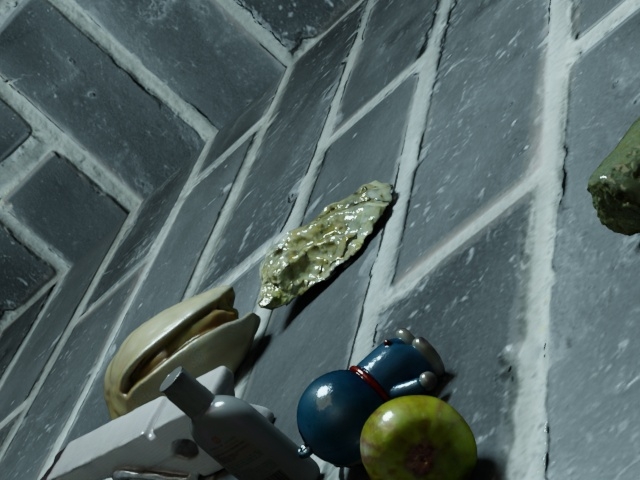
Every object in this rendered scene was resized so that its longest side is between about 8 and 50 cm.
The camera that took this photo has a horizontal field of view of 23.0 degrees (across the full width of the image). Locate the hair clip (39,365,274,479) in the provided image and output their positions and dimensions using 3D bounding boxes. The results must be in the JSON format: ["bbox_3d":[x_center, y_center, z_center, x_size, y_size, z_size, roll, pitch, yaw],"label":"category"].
[{"bbox_3d":[-0.185,0.238,1.766,0.331,0.101,0.085,-29,19,46],"label":"hair clip"}]

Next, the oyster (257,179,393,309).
[{"bbox_3d":[0.002,-0.005,1.925,0.209,0.072,0.133,-43,17,9],"label":"oyster"}]

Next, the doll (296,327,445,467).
[{"bbox_3d":[0.038,0.144,1.400,0.152,0.085,0.114,-40,24,-15],"label":"doll"}]

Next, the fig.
[{"bbox_3d":[0.078,0.175,1.250,0.093,0.093,0.166,-50,-13,-12],"label":"fig"}]

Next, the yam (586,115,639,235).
[{"bbox_3d":[0.290,-0.084,1.283,0.179,0.078,0.078,-51,15,-18],"label":"yam"}]

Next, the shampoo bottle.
[{"bbox_3d":[-0.079,0.180,1.457,0.080,0.165,0.040,-33,20,44],"label":"shampoo bottle"}]

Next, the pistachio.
[{"bbox_3d":[-0.173,0.148,1.915,0.223,0.126,0.152,-45,-21,7],"label":"pistachio"}]
